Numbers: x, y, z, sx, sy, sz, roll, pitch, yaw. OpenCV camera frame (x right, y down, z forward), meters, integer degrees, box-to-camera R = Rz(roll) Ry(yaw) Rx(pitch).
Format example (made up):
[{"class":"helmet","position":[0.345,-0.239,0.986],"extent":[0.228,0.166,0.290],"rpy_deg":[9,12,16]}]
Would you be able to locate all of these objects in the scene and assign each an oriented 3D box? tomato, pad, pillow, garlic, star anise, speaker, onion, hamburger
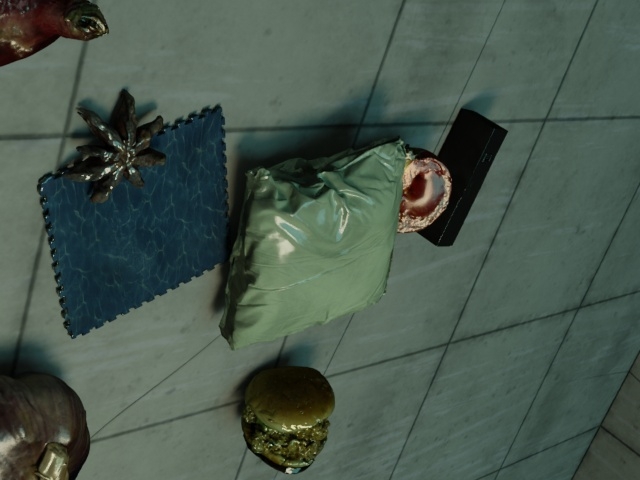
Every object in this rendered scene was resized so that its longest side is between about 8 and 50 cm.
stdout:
[{"class":"tomato","position":[0.115,-0.090,1.601],"extent":[0.159,0.091,0.139],"rpy_deg":[1,117,-13]},{"class":"pad","position":[-0.227,-0.021,1.342],"extent":[0.269,0.012,0.270],"rpy_deg":[-29,139,-29]},{"class":"pillow","position":[0.000,0.000,1.491],"extent":[0.283,0.138,0.310],"rpy_deg":[-13,130,-30]},{"class":"garlic","position":[-0.385,0.277,1.298],"extent":[0.245,0.160,0.245],"rpy_deg":[-37,152,-23]},{"class":"star anise","position":[-0.233,-0.105,1.221],"extent":[0.141,0.042,0.141],"rpy_deg":[-25,132,-32]},{"class":"speaker","position":[0.222,-0.103,1.718],"extent":[0.044,0.082,0.218],"rpy_deg":[3,117,-49]},{"class":"onion","position":[-0.277,-0.237,0.936],"extent":[0.173,0.198,0.135],"rpy_deg":[-54,143,-29]},{"class":"hamburger","position":[-0.058,0.283,1.676],"extent":[0.185,0.159,0.131],"rpy_deg":[-43,154,-49]}]
